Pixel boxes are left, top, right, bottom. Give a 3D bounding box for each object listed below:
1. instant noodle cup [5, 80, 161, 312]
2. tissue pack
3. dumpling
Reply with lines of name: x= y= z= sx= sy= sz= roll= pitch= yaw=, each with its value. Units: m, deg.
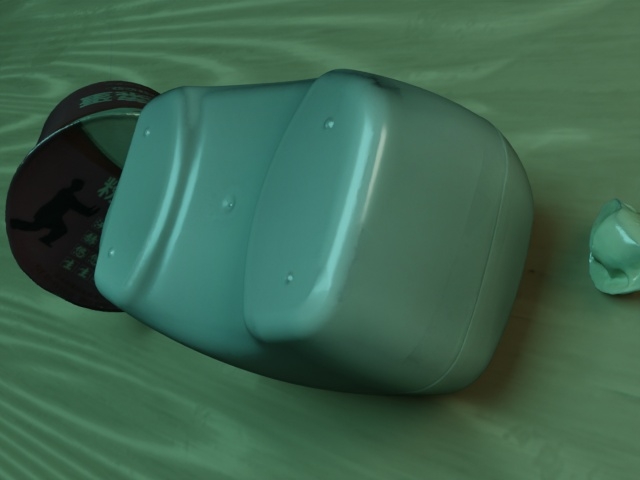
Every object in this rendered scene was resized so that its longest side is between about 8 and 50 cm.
instant noodle cup: x=-0.222 y=-0.064 z=1.019 sx=0.235 sy=0.235 sz=0.178 roll=-45 pitch=31 yaw=13
tissue pack: x=0.000 y=0.000 z=0.735 sx=0.333 sy=0.236 sz=0.229 roll=5 pitch=77 yaw=48
dumpling: x=0.211 y=0.009 z=0.652 sx=0.059 sy=0.043 sz=0.077 roll=-54 pitch=51 yaw=29
